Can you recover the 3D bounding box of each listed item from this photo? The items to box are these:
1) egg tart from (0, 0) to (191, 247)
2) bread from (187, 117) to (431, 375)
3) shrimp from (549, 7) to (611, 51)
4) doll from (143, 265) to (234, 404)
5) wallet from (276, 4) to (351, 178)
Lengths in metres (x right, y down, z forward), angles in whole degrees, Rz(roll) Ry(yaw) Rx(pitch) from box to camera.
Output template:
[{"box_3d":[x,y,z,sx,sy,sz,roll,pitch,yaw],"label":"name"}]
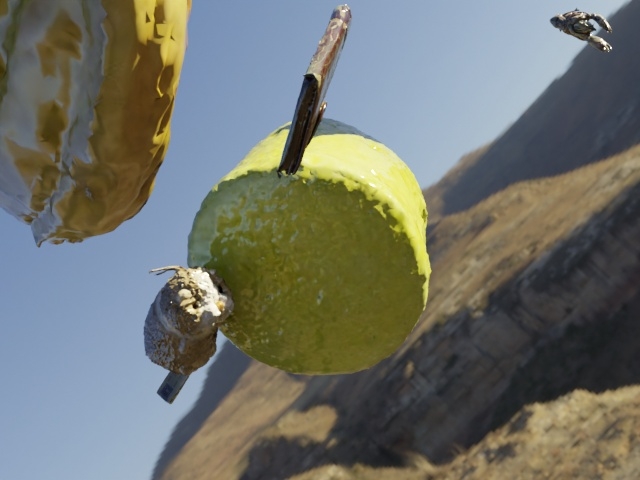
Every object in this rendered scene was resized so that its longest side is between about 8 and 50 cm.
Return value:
[{"box_3d":[-0.132,-0.138,0.410,0.115,0.290,0.290,1,-33,-25],"label":"egg tart"},{"box_3d":[0.000,0.000,1.440,0.348,0.348,0.308,-50,6,27],"label":"bread"},{"box_3d":[0.324,-0.264,1.191,0.029,0.092,0.038,-17,-45,-44],"label":"shrimp"},{"box_3d":[-0.183,0.122,1.318,0.105,0.115,0.221,-47,-20,-45],"label":"doll"},{"box_3d":[-0.004,-0.161,1.023,0.232,0.031,0.122,-76,4,-59],"label":"wallet"}]
